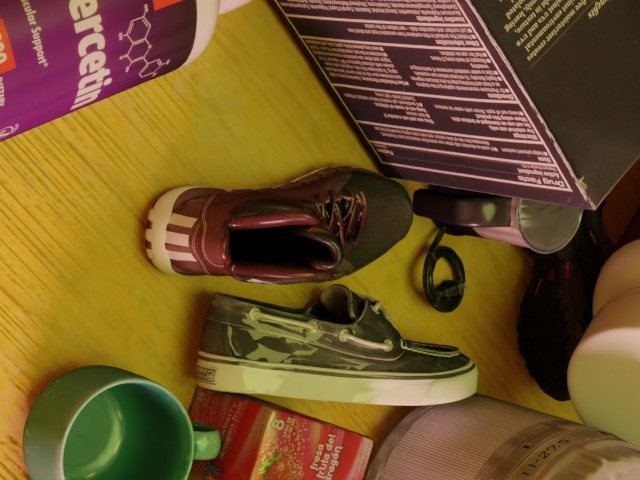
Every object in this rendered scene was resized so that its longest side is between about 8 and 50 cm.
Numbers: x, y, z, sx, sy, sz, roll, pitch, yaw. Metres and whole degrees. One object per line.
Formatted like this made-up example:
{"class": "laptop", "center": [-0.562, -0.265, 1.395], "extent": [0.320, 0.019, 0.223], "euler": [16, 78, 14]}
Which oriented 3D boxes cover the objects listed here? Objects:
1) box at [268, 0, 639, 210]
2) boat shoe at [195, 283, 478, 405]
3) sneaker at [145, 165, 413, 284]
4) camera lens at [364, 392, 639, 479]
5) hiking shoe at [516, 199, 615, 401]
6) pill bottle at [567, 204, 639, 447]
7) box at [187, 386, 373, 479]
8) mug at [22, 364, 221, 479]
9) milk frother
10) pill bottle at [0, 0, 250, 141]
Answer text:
{"class": "box", "center": [0.125, -0.202, 1.736], "extent": [0.183, 0.296, 0.294], "euler": [-47, 121, -21]}
{"class": "boat shoe", "center": [0.024, 0.092, 1.832], "extent": [0.301, 0.108, 0.102], "euler": [6, 93, -31]}
{"class": "sneaker", "center": [0.000, 0.000, 1.758], "extent": [0.281, 0.162, 0.106], "euler": [-9, 102, -34]}
{"class": "camera lens", "center": [0.187, 0.269, 1.866], "extent": [0.219, 0.274, 0.219], "euler": [-7, 101, -35]}
{"class": "hiking shoe", "center": [0.263, 0.048, 2.003], "extent": [0.114, 0.086, 0.227], "euler": [-10, 104, -34]}
{"class": "pill bottle", "center": [0.399, 0.034, 1.949], "extent": [0.392, 0.224, 0.224], "euler": [-53, 125, -40]}
{"class": "box", "center": [-0.069, 0.271, 1.773], "extent": [0.122, 0.128, 0.257], "euler": [20, 85, -35]}
{"class": "mug", "center": [-0.178, 0.178, 1.699], "extent": [0.158, 0.097, 0.129], "euler": [41, 73, -34]}
{"class": "milk frother", "center": [0.164, -0.002, 1.894], "extent": [0.129, 0.134, 0.143], "euler": [-26, 112, -29]}
{"class": "pill bottle", "center": [-0.208, -0.193, 1.567], "extent": [0.323, 0.181, 0.182], "euler": [-26, 112, -30]}
